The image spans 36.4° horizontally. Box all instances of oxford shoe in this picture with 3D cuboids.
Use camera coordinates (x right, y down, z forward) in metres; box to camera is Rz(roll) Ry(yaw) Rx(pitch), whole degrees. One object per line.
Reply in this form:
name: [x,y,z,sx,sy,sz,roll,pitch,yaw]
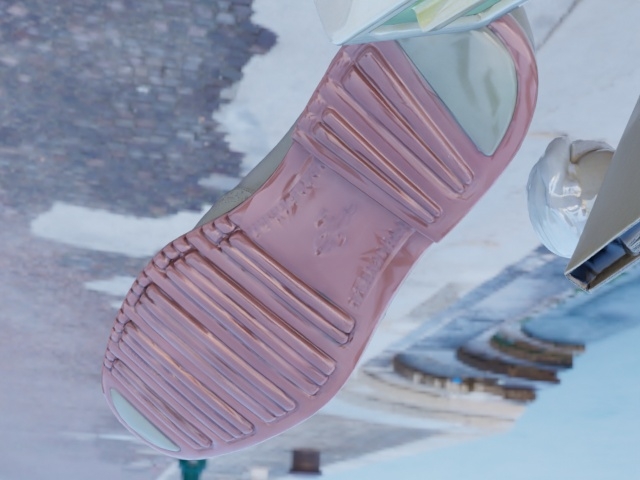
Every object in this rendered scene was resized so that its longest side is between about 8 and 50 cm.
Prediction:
oxford shoe: [0.000,0.000,0.630,0.140,0.146,0.397,44,119,-4]

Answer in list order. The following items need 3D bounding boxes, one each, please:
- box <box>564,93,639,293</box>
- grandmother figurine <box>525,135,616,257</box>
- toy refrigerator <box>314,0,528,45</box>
box: [0.200,-0.082,0.490,0.021,0.201,0.164,32,149,-3]
grandmother figurine: [0.267,-0.043,0.612,0.207,0.104,0.342,-34,-166,-35]
toy refrigerator: [0.109,-0.158,0.327,0.102,0.094,0.269,-17,176,-42]
